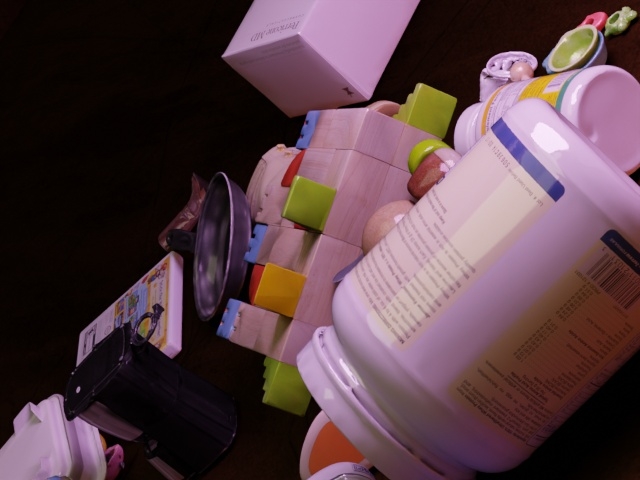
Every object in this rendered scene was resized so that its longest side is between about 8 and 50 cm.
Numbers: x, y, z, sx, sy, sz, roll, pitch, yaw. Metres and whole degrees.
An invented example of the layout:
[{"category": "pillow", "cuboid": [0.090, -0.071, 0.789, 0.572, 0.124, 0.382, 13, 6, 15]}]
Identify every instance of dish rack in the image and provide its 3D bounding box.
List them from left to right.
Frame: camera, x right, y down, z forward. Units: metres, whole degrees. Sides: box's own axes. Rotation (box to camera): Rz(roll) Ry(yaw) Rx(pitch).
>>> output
[{"category": "dish rack", "cuboid": [-0.419, 0.358, 2.141, 0.333, 0.072, 0.285, -50, 25, 7]}]

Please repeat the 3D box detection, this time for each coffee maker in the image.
[{"category": "coffee maker", "cuboid": [-0.185, 0.188, 1.928, 0.171, 0.178, 0.120, -31, 34, 40]}]

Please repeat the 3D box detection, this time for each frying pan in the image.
[{"category": "frying pan", "cuboid": [-0.152, 0.031, 2.211, 0.326, 0.053, 0.197, 132, 141, -63]}]

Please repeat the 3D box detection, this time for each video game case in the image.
[{"category": "video game case", "cuboid": [-0.271, 0.143, 2.307, 0.206, 0.026, 0.227, -41, 26, 21]}]

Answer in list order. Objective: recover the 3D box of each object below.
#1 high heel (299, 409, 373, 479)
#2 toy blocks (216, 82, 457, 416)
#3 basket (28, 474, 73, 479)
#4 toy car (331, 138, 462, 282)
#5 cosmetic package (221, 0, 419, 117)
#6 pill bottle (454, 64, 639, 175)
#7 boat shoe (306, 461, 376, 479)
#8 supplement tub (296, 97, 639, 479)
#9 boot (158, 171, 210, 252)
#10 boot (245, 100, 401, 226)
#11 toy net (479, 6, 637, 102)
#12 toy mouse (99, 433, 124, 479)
[{"category": "high heel", "cuboid": [0.065, 0.155, 1.713, 0.244, 0.082, 0.117, -58, -5, 15]}, {"category": "toy blocks", "cuboid": [0.000, 0.000, 1.877, 0.261, 0.191, 0.381, 11, 81, 70]}, {"category": "basket", "cuboid": [-0.375, 0.392, 1.870, 0.289, 0.201, 0.255, -12, 14, -23]}, {"category": "toy car", "cuboid": [0.102, 0.008, 1.700, 0.188, 0.149, 0.155, -37, 25, 0]}, {"category": "cosmetic package", "cuboid": [0.039, -0.367, 2.329, 0.197, 0.155, 0.365, -9, 47, 51]}, {"category": "pill bottle", "cuboid": [0.236, -0.113, 1.712, 0.208, 0.117, 0.117, -4, 52, 56]}, {"category": "boat shoe", "cuboid": [-0.044, 0.330, 1.621, 0.267, 0.096, 0.088, -36, 24, 11]}, {"category": "supplement tub", "cuboid": [0.159, 0.058, 1.476, 0.325, 0.235, 0.235, -46, 26, 11]}, {"category": "boot", "cuboid": [-0.205, -0.039, 2.434, 0.114, 0.037, 0.106, -51, 23, 11]}, {"category": "boot", "cuboid": [0.003, -0.092, 2.088, 0.262, 0.095, 0.203, -55, 24, 12]}, {"category": "toy net", "cuboid": [0.257, -0.216, 1.897, 0.232, 0.045, 0.122, -9, 48, 55]}, {"category": "toy mouse", "cuboid": [-0.265, 0.267, 2.125, 0.143, 0.031, 0.161, -32, 31, 34]}]
